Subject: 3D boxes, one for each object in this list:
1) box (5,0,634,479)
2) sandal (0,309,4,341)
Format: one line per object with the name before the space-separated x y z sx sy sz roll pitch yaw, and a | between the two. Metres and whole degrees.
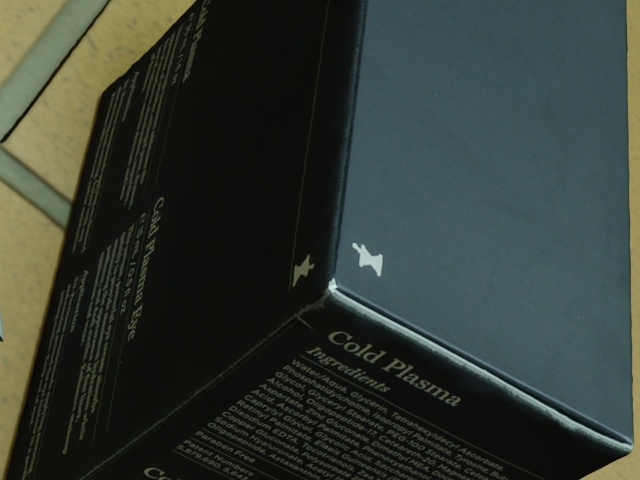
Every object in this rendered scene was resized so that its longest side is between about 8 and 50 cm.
box | 0.000 0.000 0.907 0.179 0.312 0.343 27 48 -23
sandal | -0.211 0.052 0.867 0.102 0.076 0.265 18 51 -30
